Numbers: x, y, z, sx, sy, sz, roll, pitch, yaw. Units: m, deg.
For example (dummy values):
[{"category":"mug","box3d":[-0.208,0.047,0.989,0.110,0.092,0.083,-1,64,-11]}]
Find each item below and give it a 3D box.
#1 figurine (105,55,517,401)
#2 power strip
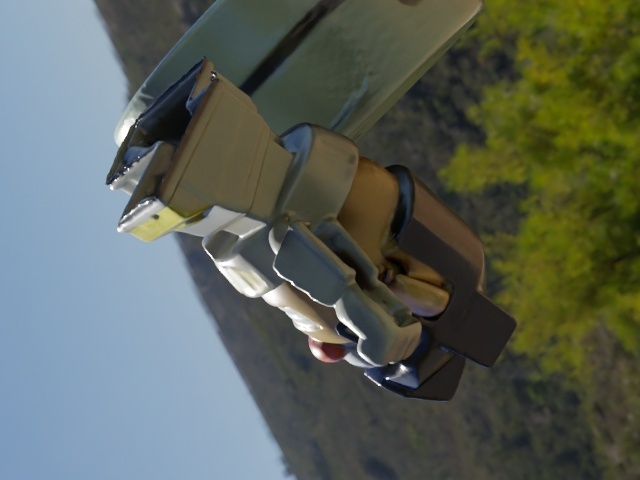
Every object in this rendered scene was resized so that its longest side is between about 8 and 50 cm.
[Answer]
[{"category":"figurine","box3d":[0.002,-0.001,1.000,0.308,0.143,0.308,29,-152,-17]},{"category":"power strip","box3d":[-0.013,-0.162,1.329,0.161,0.357,0.357,46,179,0]}]
